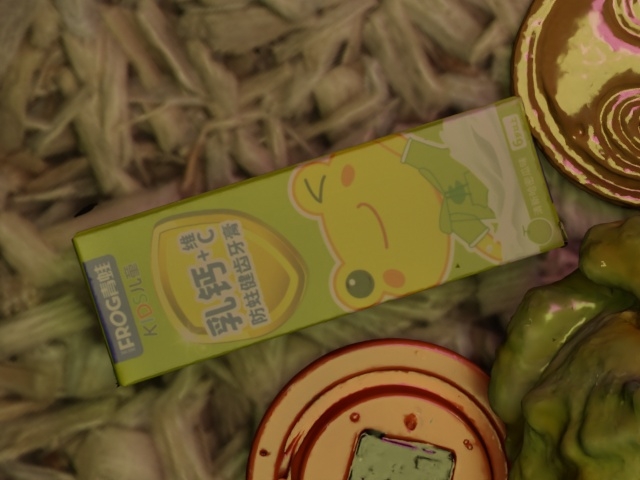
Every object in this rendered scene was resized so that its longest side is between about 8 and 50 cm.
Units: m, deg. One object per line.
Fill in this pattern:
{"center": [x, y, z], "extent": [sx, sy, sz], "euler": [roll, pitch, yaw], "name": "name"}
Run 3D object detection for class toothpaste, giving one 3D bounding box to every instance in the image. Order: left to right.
{"center": [0.000, 0.000, 1.261], "extent": [0.327, 0.077, 0.110], "euler": [-17, 92, -4], "name": "toothpaste"}

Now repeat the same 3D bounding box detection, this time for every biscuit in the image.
{"center": [0.278, -0.115, 1.297], "extent": [0.289, 0.044, 0.202], "euler": [10, 90, -2], "name": "biscuit"}

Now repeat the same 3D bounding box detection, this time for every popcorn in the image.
{"center": [0.249, 0.149, 1.177], "extent": [0.274, 0.279, 0.335], "euler": [0, 88, -47], "name": "popcorn"}

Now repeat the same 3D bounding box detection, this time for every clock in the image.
{"center": [0.050, 0.170, 1.279], "extent": [0.205, 0.051, 0.205], "euler": [0, 91, -5], "name": "clock"}
